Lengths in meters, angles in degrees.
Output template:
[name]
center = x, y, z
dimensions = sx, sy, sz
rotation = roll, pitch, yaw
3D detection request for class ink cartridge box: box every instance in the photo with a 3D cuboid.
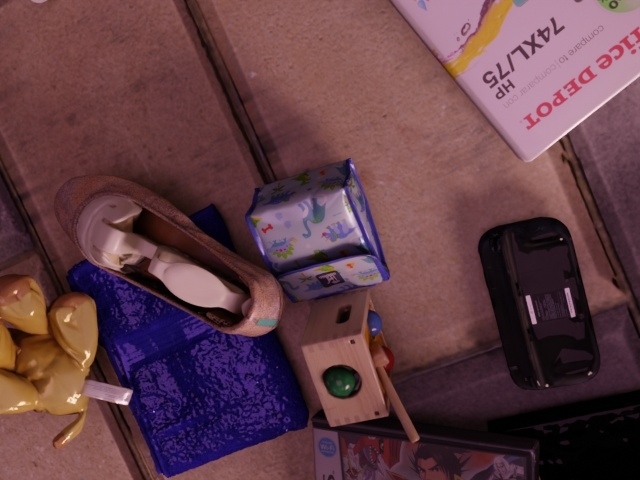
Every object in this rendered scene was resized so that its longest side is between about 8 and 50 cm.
[ink cartridge box]
center = 0.191, -0.244, 0.730
dimensions = 0.198, 0.197, 0.270
rotation = -40, 90, 15

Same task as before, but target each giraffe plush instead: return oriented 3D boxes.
[giraffe plush]
center = -0.353, 0.144, 0.918
dimensions = 0.210, 0.170, 0.181
rotation = 41, 68, -25

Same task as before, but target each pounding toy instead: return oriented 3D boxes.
[pounding toy]
center = 0.049, 0.145, 0.846
dimensions = 0.100, 0.141, 0.130
rotation = -14, 110, 13

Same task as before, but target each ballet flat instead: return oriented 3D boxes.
[ballet flat]
center = -0.184, 0.010, 0.830
dimensions = 0.316, 0.106, 0.108
rotation = 25, 98, 11

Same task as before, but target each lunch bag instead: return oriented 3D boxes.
[lunch bag]
center = 0.000, 0.000, 0.869
dimensions = 0.128, 0.096, 0.151
rotation = -15, 119, 14

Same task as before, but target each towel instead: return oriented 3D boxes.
[towel]
center = -0.172, 0.134, 0.932
dimensions = 0.227, 0.076, 0.308
rotation = -24, 94, 15

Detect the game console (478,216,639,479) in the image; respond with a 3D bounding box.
[game console]
center = 0.287, 0.148, 0.859
dimensions = 0.213, 0.044, 0.361
rotation = -14, 97, 12

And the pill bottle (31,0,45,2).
[pill bottle]
center = -0.381, -0.341, 0.900
dimensions = 0.116, 0.065, 0.065
rotation = 27, 104, 5

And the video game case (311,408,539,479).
[video game case]
center = 0.122, 0.342, 0.895
dimensions = 0.274, 0.035, 0.248
rotation = 2, 100, 26
